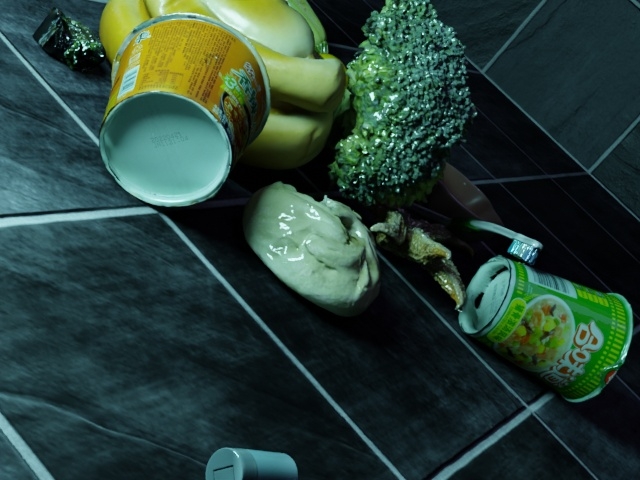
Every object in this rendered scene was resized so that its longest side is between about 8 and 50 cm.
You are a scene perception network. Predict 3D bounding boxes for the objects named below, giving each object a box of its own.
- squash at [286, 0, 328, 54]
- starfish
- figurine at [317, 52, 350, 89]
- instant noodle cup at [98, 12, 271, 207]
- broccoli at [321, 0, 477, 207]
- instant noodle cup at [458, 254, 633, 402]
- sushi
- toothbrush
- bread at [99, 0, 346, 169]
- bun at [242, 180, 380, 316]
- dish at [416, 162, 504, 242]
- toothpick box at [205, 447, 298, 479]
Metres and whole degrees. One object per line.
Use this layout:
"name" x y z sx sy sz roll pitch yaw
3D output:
"squash" -0.050 -0.501 2.616 0.224 0.094 0.094 51 22 4
"starfish" 0.165 0.013 1.894 0.301 0.084 0.293 33 11 -18
"figurine" 0.031 -0.309 2.304 0.234 0.127 0.185 26 19 -10
"instant noodle cup" -0.188 -0.164 1.512 0.230 0.230 0.182 34 30 -16
"broccoli" 0.090 -0.190 1.913 0.275 0.397 0.353 38 43 -10
"instant noodle cup" 0.369 0.136 1.893 0.233 0.207 0.207 27 24 -17
"sushi" -0.362 -0.288 1.674 0.084 0.056 0.083 48 15 23
"toothbrush" 0.253 -0.031 2.004 0.042 0.040 0.418 32 -2 -32
"bread" -0.142 -0.303 1.807 0.424 0.245 0.329 43 20 16
"bun" 0.000 0.000 1.623 0.237 0.116 0.210 46 21 12
"dish" 0.254 -0.069 2.235 0.213 0.090 0.213 37 21 -16
"toothpick box" -0.068 0.234 1.127 0.083 0.052 0.052 17 31 -48
